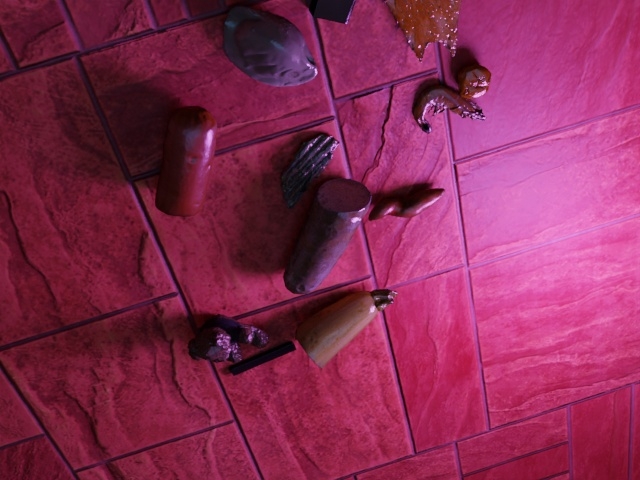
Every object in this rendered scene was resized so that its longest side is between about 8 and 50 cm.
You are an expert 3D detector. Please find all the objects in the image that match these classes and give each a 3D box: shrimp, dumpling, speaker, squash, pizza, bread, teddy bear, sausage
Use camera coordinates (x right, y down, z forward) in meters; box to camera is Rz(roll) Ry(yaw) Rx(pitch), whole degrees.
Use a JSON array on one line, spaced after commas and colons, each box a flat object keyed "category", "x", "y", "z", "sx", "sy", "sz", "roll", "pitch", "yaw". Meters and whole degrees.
[{"category": "shrimp", "x": 0.297, "y": -0.290, "z": 1.987, "sx": 0.178, "sy": 0.034, "sz": 0.124, "roll": 22, "pitch": 121, "yaw": -27}, {"category": "dumpling", "x": -0.103, "y": -0.404, "z": 1.756, "sx": 0.219, "sy": 0.153, "sz": 0.108, "roll": 42, "pitch": 65, "yaw": -20}, {"category": "speaker", "x": 0.048, "y": -0.549, "z": 1.710, "sx": 0.082, "sy": 0.044, "sz": 0.218, "roll": 8, "pitch": 124, "yaw": -21}, {"category": "squash", "x": 0.068, "y": 0.199, "z": 2.266, "sx": 0.287, "sy": 0.137, "sz": 0.137, "roll": -41, "pitch": 128, "yaw": -1}, {"category": "pizza", "x": 0.232, "y": -0.495, "z": 1.810, "sx": 0.181, "sy": 0.034, "sz": 0.262, "roll": -26, "pitch": 128, "yaw": 5}, {"category": "bread", "x": 0.349, "y": -0.363, "z": 1.937, "sx": 0.081, "sy": 0.046, "sz": 0.083, "roll": 21, "pitch": 120, "yaw": -25}, {"category": "teddy bear", "x": -0.253, "y": 0.252, "z": 2.184, "sx": 0.182, "sy": 0.129, "sz": 0.251, "roll": -34, "pitch": 167, "yaw": 14}, {"category": "sausage", "x": -0.292, "y": -0.178, "z": 1.861, "sx": 0.114, "sy": 0.113, "sz": 0.259, "roll": 4, "pitch": 126, "yaw": -19}]

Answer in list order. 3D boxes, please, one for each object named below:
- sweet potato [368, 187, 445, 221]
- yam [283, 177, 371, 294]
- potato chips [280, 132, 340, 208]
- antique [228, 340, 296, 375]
[{"category": "sweet potato", "x": 0.216, "y": -0.086, "z": 2.106, "sx": 0.202, "sy": 0.058, "sz": 0.055, "roll": -16, "pitch": 150, "yaw": -5}, {"category": "yam", "x": 0.000, "y": 0.000, "z": 2.074, "sx": 0.133, "sy": 0.133, "sz": 0.330, "roll": 13, "pitch": 126, "yaw": -24}, {"category": "potato chips", "x": -0.040, "y": -0.168, "z": 1.990, "sx": 0.092, "sy": 0.028, "sz": 0.207, "roll": 28, "pitch": 113, "yaw": -30}, {"category": "antique", "x": -0.160, "y": 0.325, "z": 2.341, "sx": 0.192, "sy": 0.015, "sz": 0.031, "roll": -23, "pitch": 130, "yaw": 3}]
